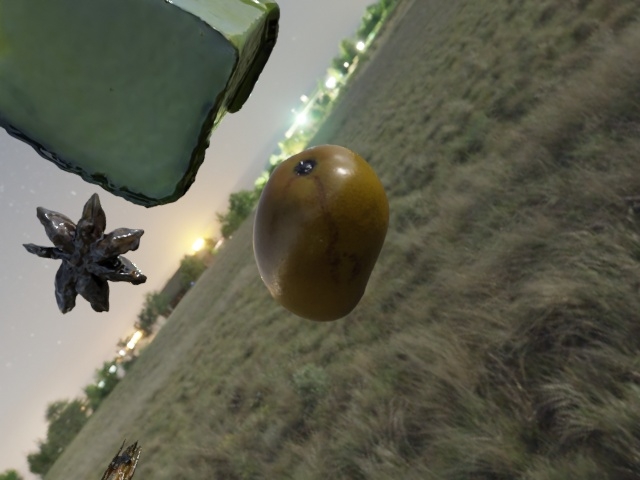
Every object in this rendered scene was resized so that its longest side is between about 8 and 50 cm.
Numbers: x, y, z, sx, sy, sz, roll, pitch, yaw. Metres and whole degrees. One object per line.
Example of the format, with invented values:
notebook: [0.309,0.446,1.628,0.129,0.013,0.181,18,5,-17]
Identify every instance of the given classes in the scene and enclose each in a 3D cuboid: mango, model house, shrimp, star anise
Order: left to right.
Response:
star anise: [-0.385,0.025,1.029,0.197,0.212,0.073,-21,16,2]
shrimp: [-0.194,0.275,0.582,0.045,0.095,0.162,-17,37,27]
model house: [-0.153,-0.169,0.525,0.211,0.194,0.170,-73,10,-56]
mango: [0.000,0.000,1.197,0.221,0.264,0.378,-121,26,-55]
